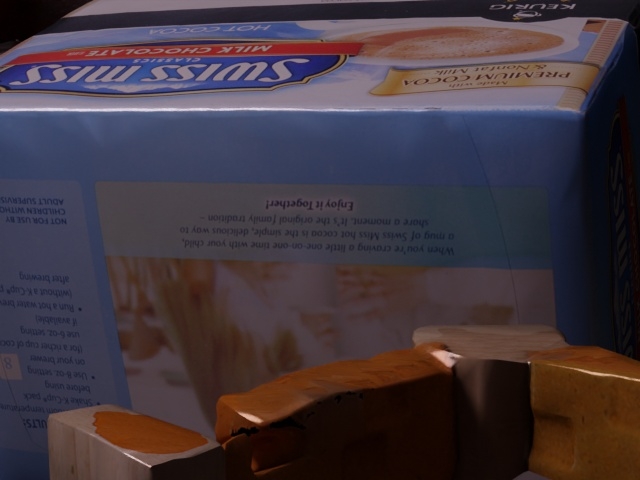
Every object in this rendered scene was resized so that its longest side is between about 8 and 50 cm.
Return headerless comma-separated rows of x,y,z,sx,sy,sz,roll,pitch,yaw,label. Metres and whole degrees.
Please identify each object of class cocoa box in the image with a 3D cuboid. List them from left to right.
0.000,0.000,0.831,0.347,0.231,0.228,2,24,21,cocoa box

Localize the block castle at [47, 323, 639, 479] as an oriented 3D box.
-0.010,0.174,0.352,0.453,0.212,0.303,-10,14,-39,block castle
